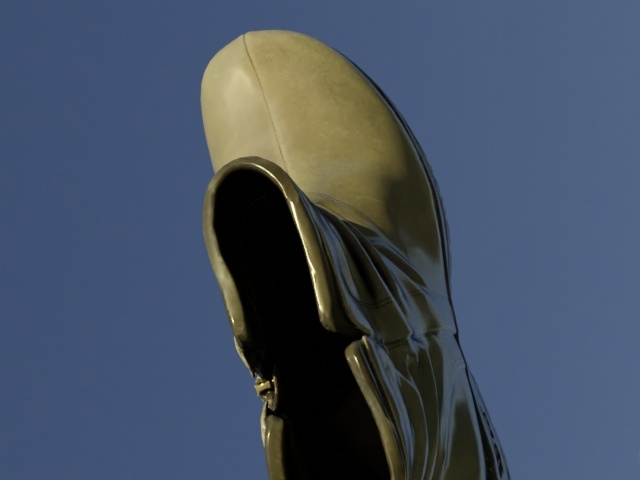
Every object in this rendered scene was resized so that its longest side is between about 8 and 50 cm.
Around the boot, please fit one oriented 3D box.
[{"bbox_3d":[0.000,0.000,0.636,0.161,0.083,0.246,48,-161,-65],"label":"boot"}]
